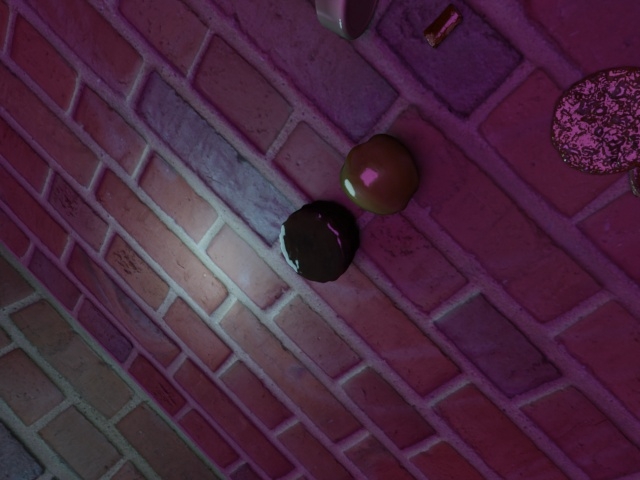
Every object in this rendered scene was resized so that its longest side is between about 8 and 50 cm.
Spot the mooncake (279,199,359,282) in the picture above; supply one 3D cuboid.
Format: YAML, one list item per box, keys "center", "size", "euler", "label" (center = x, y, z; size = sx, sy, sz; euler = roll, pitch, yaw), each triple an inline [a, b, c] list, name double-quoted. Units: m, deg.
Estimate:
- center: [0.000, 0.000, 1.216]
  size: [0.229, 0.124, 0.227]
  euler: [14, 121, 25]
  label: "mooncake"

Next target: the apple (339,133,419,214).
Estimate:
- center: [0.142, -0.158, 1.038]
  size: [0.200, 0.200, 0.199]
  euler: [10, 116, 23]
  label: "apple"

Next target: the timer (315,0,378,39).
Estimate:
- center: [-0.020, -0.569, 0.952]
  size: [0.266, 0.175, 0.175]
  euler: [26, 121, 20]
  label: "timer"

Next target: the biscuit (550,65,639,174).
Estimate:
- center: [0.583, -0.235, 0.862]
  size: [0.220, 0.033, 0.219]
  euler: [10, 110, 28]
  label: "biscuit"

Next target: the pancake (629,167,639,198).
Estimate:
- center: [0.691, -0.135, 0.840]
  size: [0.152, 0.025, 0.151]
  euler: [10, 105, 41]
  label: "pancake"

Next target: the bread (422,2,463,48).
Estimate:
- center: [0.265, -0.464, 0.929]
  size: [0.083, 0.036, 0.046]
  euler: [-39, 83, 35]
  label: "bread"
